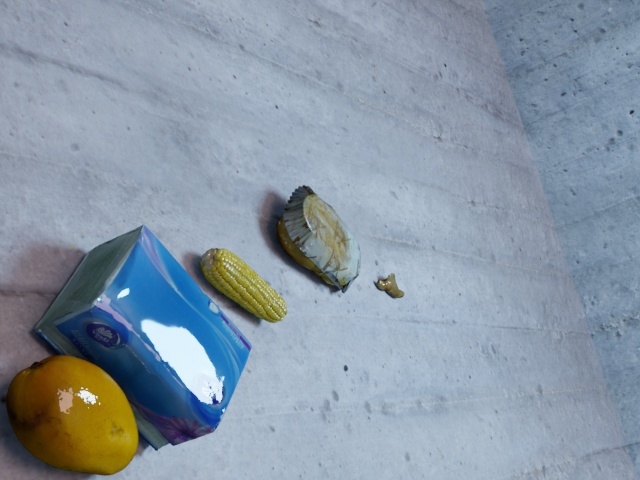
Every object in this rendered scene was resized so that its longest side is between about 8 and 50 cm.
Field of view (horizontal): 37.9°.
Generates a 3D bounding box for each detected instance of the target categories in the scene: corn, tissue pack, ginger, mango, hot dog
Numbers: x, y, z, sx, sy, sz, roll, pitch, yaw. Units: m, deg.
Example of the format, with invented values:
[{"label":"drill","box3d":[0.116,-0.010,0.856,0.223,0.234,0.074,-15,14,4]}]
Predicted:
[{"label":"corn","box3d":[-0.135,0.079,1.648,0.206,0.067,0.067,41,38,-37]},{"label":"tissue pack","box3d":[-0.244,0.140,1.352,0.263,0.146,0.198,53,33,-23]},{"label":"ginger","box3d":[0.160,0.100,2.146,0.097,0.030,0.048,30,74,-43]},{"label":"mango","box3d":[-0.315,0.235,1.220,0.219,0.112,0.145,52,31,-46]},{"label":"hot dog","box3d":[0.000,0.000,1.911,0.270,0.081,0.163,45,44,-46]}]
